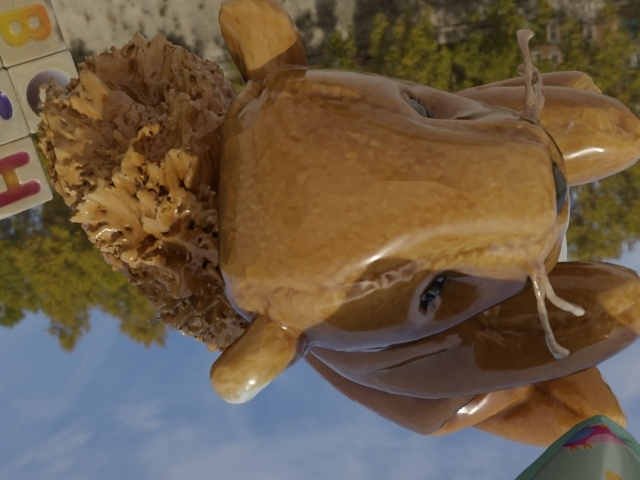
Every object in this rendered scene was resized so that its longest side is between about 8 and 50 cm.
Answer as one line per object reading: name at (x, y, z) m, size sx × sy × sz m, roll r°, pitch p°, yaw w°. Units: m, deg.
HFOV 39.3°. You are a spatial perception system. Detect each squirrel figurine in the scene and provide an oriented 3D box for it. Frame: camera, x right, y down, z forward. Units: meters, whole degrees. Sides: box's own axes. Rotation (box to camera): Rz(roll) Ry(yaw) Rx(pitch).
squirrel figurine at (0.000, 0.000, 0.559) m, size 0.396 × 0.281 × 0.370 m, roll 3°, pitch 179°, yaw 21°

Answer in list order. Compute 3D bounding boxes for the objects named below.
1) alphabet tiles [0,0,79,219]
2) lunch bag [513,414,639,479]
alphabet tiles at (-0.350, -0.122, 0.660) m, size 0.342 × 0.285 × 0.011 m, roll -27°, pitch -159°, yaw -32°
lunch bag at (0.073, 0.236, 0.389) m, size 0.262 × 0.160 × 0.223 m, roll -51°, pitch 173°, yaw 26°
